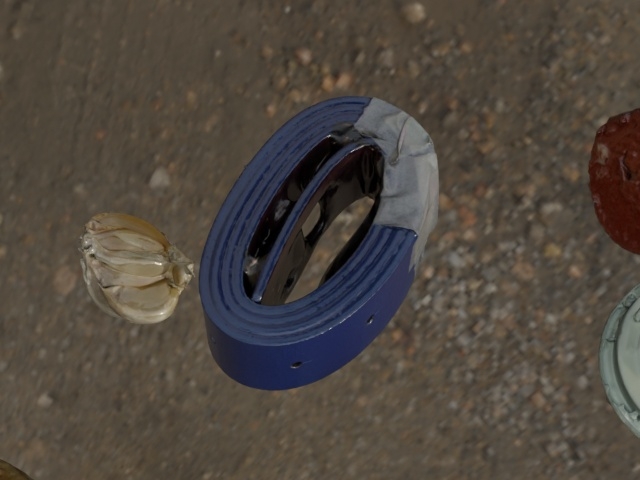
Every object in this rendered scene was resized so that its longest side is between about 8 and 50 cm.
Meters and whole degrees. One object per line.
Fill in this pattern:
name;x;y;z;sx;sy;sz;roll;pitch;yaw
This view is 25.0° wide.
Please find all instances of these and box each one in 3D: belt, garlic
belt;0.000;0.000;1.594;0.212;0.117;0.347;23;60;17
garlic;-0.165;0.026;1.241;0.094;0.074;0.113;1;42;-23

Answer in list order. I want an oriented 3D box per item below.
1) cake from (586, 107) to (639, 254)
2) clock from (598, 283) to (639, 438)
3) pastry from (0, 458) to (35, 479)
cake;0.447;-0.078;1.652;0.151;0.283;0.176;-2;81;-49
clock;0.432;0.133;1.616;0.237;0.053;0.236;-1;64;1
pastry;-0.221;0.211;0.863;0.193;0.093;0.182;22;33;32
